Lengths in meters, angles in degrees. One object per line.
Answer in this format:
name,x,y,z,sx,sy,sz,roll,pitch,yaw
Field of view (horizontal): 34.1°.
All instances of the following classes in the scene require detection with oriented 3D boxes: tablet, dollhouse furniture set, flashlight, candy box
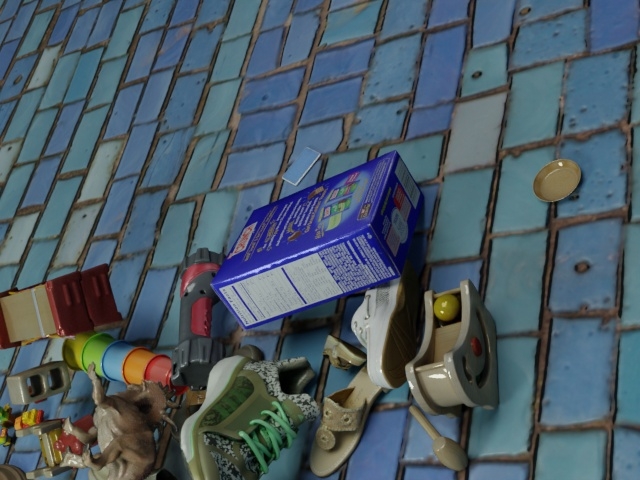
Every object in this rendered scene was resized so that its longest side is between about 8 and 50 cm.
tablet,-0.039,-0.151,2.120,0.083,0.006,0.054,-51,41,-7
dollhouse furniture set,-0.481,0.251,1.993,0.201,0.152,0.374,-12,92,36
flashlight,-0.212,0.142,1.932,0.103,0.103,0.304,-56,25,29
candy box,0.000,0.000,1.816,0.317,0.122,0.268,-20,24,25

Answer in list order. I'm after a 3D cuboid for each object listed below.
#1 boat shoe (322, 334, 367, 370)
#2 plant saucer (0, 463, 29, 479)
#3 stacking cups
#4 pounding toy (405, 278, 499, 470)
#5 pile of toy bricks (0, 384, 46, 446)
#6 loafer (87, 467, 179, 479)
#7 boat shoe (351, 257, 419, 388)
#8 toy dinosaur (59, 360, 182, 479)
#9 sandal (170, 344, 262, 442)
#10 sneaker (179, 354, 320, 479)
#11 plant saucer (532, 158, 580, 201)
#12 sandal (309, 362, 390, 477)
boat shoe,0.039,0.193,1.735,0.045,0.050,0.135,-65,16,-2
plant saucer,-0.683,0.568,2.065,0.278,0.041,0.278,-22,46,25
stacking cups,-0.373,0.246,2.036,0.316,0.096,0.096,12,67,40
pounding toy,0.167,0.194,1.558,0.155,0.154,0.269,-19,48,28
pile of toy bricks,-0.676,0.360,2.173,0.212,0.105,0.118,-23,46,24
loafer,-0.293,0.434,1.804,0.268,0.102,0.092,18,70,37
boat shoe,0.097,0.139,1.676,0.096,0.098,0.277,-15,30,21
toy dinosaur,-0.324,0.334,1.782,0.127,0.200,0.295,-45,39,37
sandal,-0.196,0.266,1.878,0.219,0.060,0.090,-44,41,2
sneaker,-0.096,0.289,1.636,0.182,0.158,0.410,-21,24,15
plant saucer,0.388,-0.095,1.708,0.083,0.015,0.083,-22,47,26
sandal,0.038,0.259,1.671,0.240,0.079,0.088,-53,41,-7
